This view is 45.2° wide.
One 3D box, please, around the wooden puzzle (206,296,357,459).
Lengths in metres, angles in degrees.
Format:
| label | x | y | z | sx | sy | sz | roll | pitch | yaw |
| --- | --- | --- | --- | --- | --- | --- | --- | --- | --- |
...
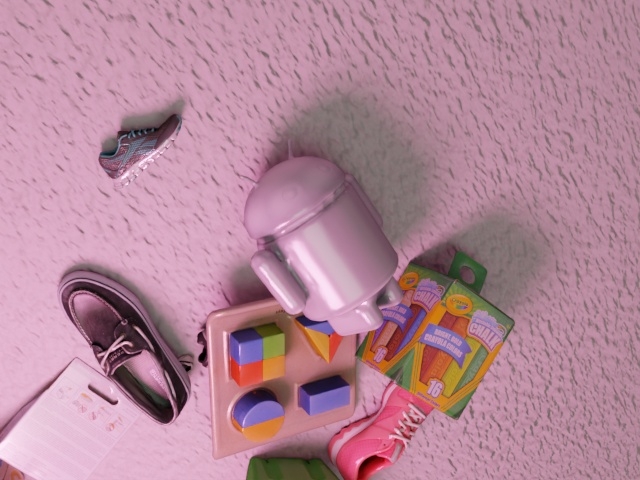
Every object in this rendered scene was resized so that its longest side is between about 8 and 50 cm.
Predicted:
| label | x | y | z | sx | sy | sz | roll | pitch | yaw |
| --- | --- | --- | --- | --- | --- | --- | --- | --- | --- |
| wooden puzzle | -0.057 | 0.263 | 1.502 | 0.322 | 0.080 | 0.347 | -11 | 118 | -28 |

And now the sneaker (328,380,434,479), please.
| label | x | y | z | sx | sy | sz | roll | pitch | yaw |
| --- | --- | --- | --- | --- | --- | --- | --- | --- | --- |
| sneaker | 0.160 | 0.409 | 1.632 | 0.314 | 0.136 | 0.116 | -45 | 117 | 7 |

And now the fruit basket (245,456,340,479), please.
| label | x | y | z | sx | sy | sz | roll | pitch | yaw |
| --- | --- | --- | --- | --- | --- | --- | --- | --- | --- |
| fruit basket | -0.080 | 0.669 | 1.560 | 0.283 | 0.392 | 0.392 | 6 | 111 | -17 |

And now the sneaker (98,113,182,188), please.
| label | x | y | z | sx | sy | sz | roll | pitch | yaw |
| --- | --- | --- | --- | --- | --- | --- | --- | --- | --- |
| sneaker | -0.309 | -0.164 | 1.305 | 0.166 | 0.065 | 0.076 | -41 | 112 | 4 |

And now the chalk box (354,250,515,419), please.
| label | x | y | z | sx | sy | sz | roll | pitch | yaw |
| --- | --- | --- | --- | --- | --- | --- | --- | --- | --- |
| chalk box | 0.238 | 0.164 | 1.502 | 0.180 | 0.179 | 0.289 | 33 | 87 | -25 |

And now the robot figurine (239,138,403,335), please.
| label | x | y | z | sx | sy | sz | roll | pitch | yaw |
| --- | --- | --- | --- | --- | --- | --- | --- | --- | --- |
| robot figurine | 0.000 | 0.000 | 1.356 | 0.200 | 0.300 | 0.353 | -21 | 107 | 45 |

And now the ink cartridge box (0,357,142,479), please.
| label | x | y | z | sx | sy | sz | roll | pitch | yaw |
| --- | --- | --- | --- | --- | --- | --- | --- | --- | --- |
| ink cartridge box | -0.490 | 0.365 | 1.507 | 0.189 | 0.066 | 0.232 | 44 | 76 | -26 |

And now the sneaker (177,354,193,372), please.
| label | x | y | z | sx | sy | sz | roll | pitch | yaw |
| --- | --- | --- | --- | --- | --- | --- | --- | --- | --- |
| sneaker | -0.287 | 0.257 | 1.506 | 0.083 | 0.037 | 0.032 | -33 | 119 | 3 |

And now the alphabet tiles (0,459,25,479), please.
| label | x | y | z | sx | sy | sz | roll | pitch | yaw |
| --- | --- | --- | --- | --- | --- | --- | --- | --- | --- |
| alphabet tiles | -0.605 | 0.471 | 1.383 | 0.021 | 0.278 | 0.284 | -25 | 116 | 4 |

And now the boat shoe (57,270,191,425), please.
| label | x | y | z | sx | sy | sz | roll | pitch | yaw |
| --- | --- | --- | --- | --- | --- | --- | --- | --- | --- |
| boat shoe | -0.352 | 0.196 | 1.403 | 0.121 | 0.119 | 0.335 | -38 | 106 | 7 |

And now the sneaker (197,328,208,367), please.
| label | x | y | z | sx | sy | sz | roll | pitch | yaw |
| --- | --- | --- | --- | --- | --- | --- | --- | --- | --- |
| sneaker | -0.200 | 0.237 | 1.508 | 0.075 | 0.063 | 0.170 | -12 | 117 | -1 |
